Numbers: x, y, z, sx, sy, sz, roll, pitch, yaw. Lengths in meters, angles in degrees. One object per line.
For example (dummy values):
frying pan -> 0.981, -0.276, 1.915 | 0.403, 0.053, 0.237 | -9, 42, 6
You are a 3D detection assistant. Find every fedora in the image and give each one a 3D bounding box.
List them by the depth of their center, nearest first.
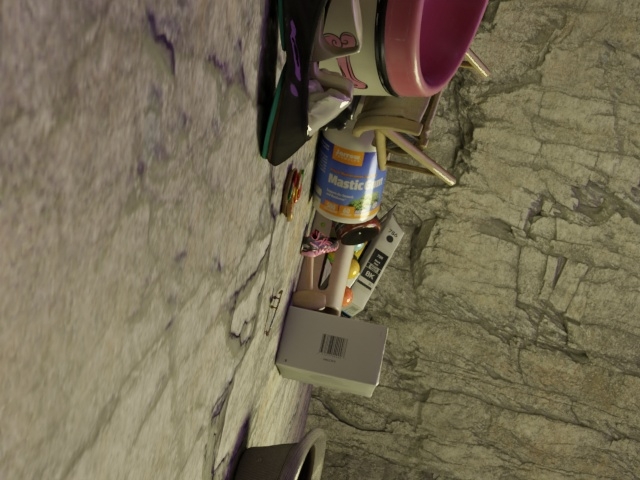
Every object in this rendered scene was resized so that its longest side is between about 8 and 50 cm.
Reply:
fedora -> -0.089, 0.445, 1.278 | 0.275, 0.124, 0.244 | -46, 146, -67

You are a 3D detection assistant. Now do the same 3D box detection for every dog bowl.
dog bowl -> 0.129, -0.375, 0.963 | 0.408, 0.150, 0.408 | -53, 155, -38

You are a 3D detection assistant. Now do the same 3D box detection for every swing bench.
swing bench -> 0.178, -0.273, 1.319 | 0.254, 0.165, 0.253 | 38, 70, -60

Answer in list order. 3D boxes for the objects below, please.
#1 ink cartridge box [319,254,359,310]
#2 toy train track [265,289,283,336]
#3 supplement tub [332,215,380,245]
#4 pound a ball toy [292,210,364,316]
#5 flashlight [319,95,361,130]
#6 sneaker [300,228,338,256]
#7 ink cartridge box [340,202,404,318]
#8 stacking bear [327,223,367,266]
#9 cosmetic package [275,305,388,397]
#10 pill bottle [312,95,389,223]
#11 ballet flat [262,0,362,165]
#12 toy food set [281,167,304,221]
ink cartridge box -> 0.030, 0.137, 1.959 | 0.208, 0.045, 0.206 | -54, -174, 10
toy train track -> -0.083, 0.124, 1.247 | 0.048, 0.014, 0.083 | 135, -28, -84
supplement tub -> 0.066, -0.094, 1.703 | 0.106, 0.106, 0.198 | 93, -18, -65
pound a ball toy -> 0.027, 0.061, 1.735 | 0.208, 0.135, 0.319 | 95, 7, -61
flashlight -> 0.051, -0.326, 1.293 | 0.103, 0.103, 0.304 | 52, 46, -43
sneaker -> 0.000, 0.000, 1.622 | 0.119, 0.047, 0.057 | -17, 107, -52
ink cartridge box -> 0.139, 0.063, 2.003 | 0.333, 0.065, 0.165 | -60, -175, -24
stacking bear -> 0.078, -0.011, 2.164 | 0.164, 0.175, 0.289 | -50, 160, -10
cosmetic package -> 0.026, 0.257, 1.643 | 0.225, 0.224, 0.138 | 91, 11, -70
pill bottle -> 0.071, -0.185, 1.521 | 0.152, 0.152, 0.272 | -73, 173, -55
ballet flat -> -0.007, -0.192, 0.780 | 0.095, 0.096, 0.280 | -75, 175, -49
toy food set -> -0.044, -0.076, 1.146 | 0.083, 0.020, 0.083 | -69, 170, -65
